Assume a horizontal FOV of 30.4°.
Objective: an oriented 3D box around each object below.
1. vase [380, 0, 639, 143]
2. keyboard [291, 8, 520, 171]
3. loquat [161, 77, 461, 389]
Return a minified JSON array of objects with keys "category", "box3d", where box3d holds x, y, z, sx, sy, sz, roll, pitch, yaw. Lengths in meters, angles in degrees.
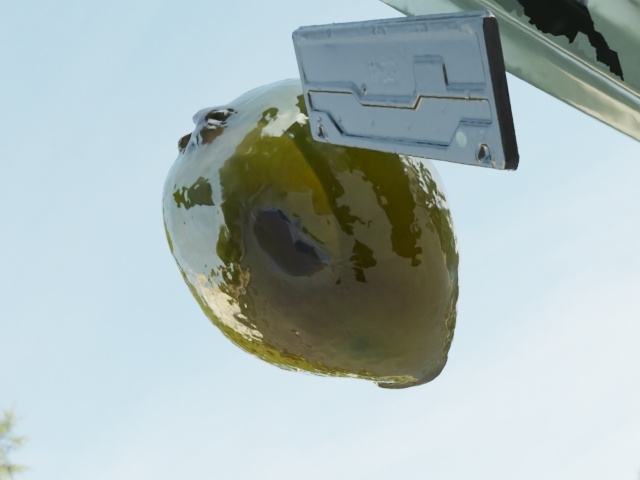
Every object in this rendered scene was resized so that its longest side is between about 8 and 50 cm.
[{"category":"vase","box3d":[0.130,-0.126,0.564,0.165,0.360,0.165,-30,-33,-22]},{"category":"keyboard","box3d":[0.026,-0.056,0.432,0.010,0.155,0.053,-17,-75,-21]},{"category":"loquat","box3d":[0.000,0.000,0.652,0.152,0.195,0.152,-43,5,4]}]
